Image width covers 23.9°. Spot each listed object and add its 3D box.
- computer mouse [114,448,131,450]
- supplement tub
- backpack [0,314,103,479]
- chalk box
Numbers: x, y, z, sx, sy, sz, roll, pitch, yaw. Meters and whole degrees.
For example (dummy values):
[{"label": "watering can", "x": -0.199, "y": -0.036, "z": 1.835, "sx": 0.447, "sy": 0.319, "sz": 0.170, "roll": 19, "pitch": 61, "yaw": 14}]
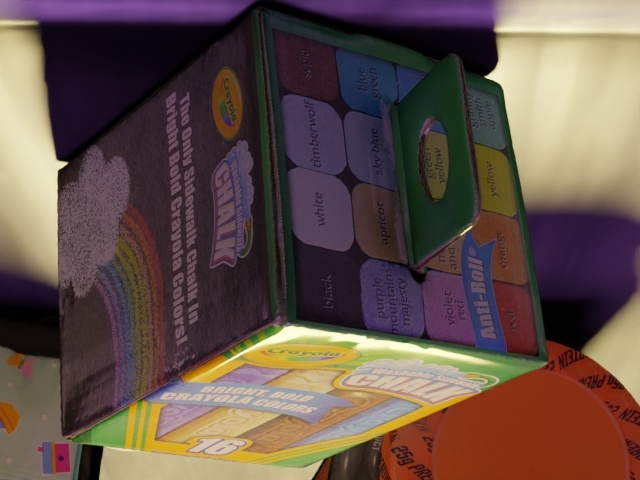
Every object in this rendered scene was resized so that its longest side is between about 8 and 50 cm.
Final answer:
[{"label": "computer mouse", "x": -0.096, "y": 0.099, "z": 0.944, "sx": 0.106, "sy": 0.042, "sz": 0.193, "roll": 7, "pitch": 154, "yaw": -29}, {"label": "supplement tub", "x": 0.092, "y": 0.195, "z": 1.004, "sx": 0.207, "sy": 0.207, "sz": 0.338, "roll": -1, "pitch": 158, "yaw": -11}, {"label": "backpack", "x": -0.198, "y": 0.148, "z": 0.849, "sx": 0.144, "sy": 0.188, "sz": 0.166, "roll": 5, "pitch": 156, "yaw": -24}, {"label": "chalk box", "x": 0.000, "y": 0.000, "z": 0.615, "sx": 0.132, "sy": 0.132, "sz": 0.213, "roll": 12, "pitch": 153, "yaw": -36}]
